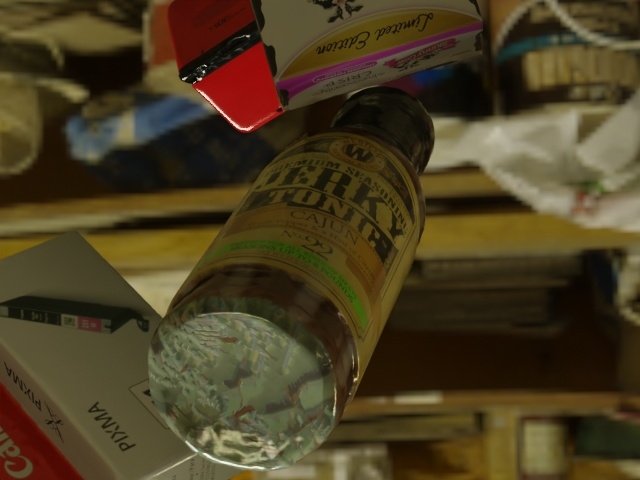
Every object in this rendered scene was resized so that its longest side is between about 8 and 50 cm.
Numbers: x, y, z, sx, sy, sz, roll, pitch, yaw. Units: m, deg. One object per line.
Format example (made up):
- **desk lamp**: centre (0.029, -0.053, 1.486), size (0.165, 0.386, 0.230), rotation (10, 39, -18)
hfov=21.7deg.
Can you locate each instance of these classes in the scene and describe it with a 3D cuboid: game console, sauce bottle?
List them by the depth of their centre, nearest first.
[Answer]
- **sauce bottle**: centre (0.000, 0.000, 0.980), size (0.111, 0.111, 0.344), rotation (-3, -155, 16)
- **game console**: centre (-0.059, -0.191, 1.561), size (0.144, 0.124, 0.085), rotation (-28, 152, 31)

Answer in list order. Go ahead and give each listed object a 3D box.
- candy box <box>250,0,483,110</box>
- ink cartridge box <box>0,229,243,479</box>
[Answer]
- **candy box**: centre (0.014, -0.232, 1.242), size (0.159, 0.233, 0.071), rotation (-17, 165, 1)
- **ink cartridge box**: centre (-0.224, 0.125, 1.326), size (0.239, 0.060, 0.275), rotation (-24, -131, -32)
